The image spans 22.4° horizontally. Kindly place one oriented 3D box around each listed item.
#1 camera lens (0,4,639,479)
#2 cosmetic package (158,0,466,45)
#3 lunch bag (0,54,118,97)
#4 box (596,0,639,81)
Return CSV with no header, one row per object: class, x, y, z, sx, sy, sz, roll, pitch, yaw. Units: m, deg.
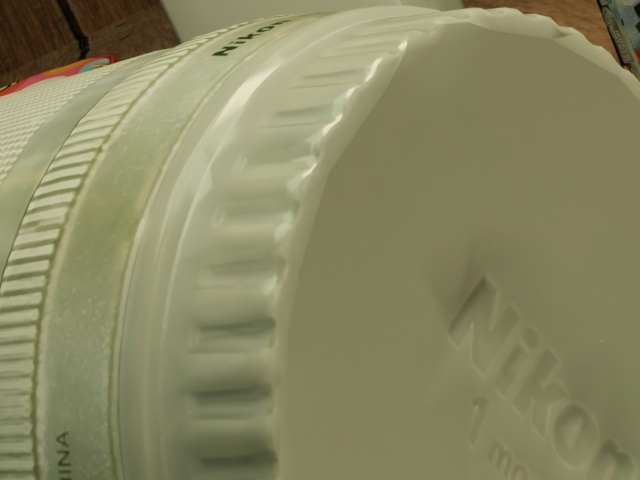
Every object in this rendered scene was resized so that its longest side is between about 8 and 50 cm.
camera lens,-0.039,0.053,0.491,0.274,0.219,0.219,-8,23,45
cosmetic package,0.007,-0.142,1.025,0.138,0.224,0.225,-20,17,18
lunch bag,-0.273,-0.037,1.287,0.293,0.120,0.258,-24,17,2
box,0.238,-0.171,1.017,0.137,0.094,0.027,-28,16,-12
